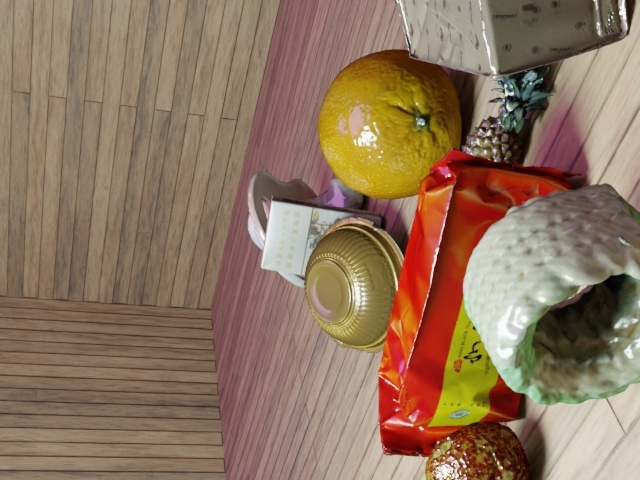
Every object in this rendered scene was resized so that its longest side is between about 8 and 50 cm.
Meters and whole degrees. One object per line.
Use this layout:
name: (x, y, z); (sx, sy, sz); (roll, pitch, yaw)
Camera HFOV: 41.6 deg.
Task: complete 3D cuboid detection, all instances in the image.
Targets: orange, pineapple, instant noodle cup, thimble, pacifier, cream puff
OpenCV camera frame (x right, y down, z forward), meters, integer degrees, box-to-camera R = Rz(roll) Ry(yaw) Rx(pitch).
orange: (0.120, -0.193, 1.416); (0.264, 0.264, 0.264); (-175, 90, -74)
pineapple: (0.254, -0.161, 1.200); (0.103, 0.083, 0.221); (-108, 30, -52)
instant noodle cup: (0.045, 0.091, 1.617); (0.274, 0.090, 0.274); (9, 103, 45)
thimble: (0.263, 0.054, 0.880); (0.150, 0.218, 0.219); (-106, 26, -52)
pacifier: (-0.040, -0.051, 1.919); (0.220, 0.332, 0.273); (36, 104, 28)
cream puff: (0.211, 0.311, 1.093); (0.084, 0.149, 0.149); (-98, 18, -70)

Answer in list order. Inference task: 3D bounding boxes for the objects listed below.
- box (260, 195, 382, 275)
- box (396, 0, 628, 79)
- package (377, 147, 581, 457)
box: (0.001, 0.000, 1.756); (0.067, 0.233, 0.150); (-97, 17, -74)
box: (0.222, -0.351, 1.081); (0.297, 0.190, 0.225); (-129, 22, -68)
package: (0.198, 0.087, 1.116); (0.123, 0.195, 0.424); (-114, 32, -68)
